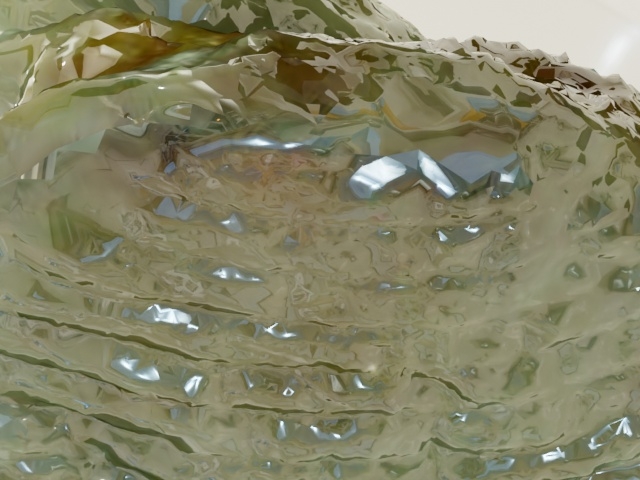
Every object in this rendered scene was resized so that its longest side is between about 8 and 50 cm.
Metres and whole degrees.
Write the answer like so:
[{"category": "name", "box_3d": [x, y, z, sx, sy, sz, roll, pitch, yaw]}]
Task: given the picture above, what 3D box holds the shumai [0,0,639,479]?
[{"category": "shumai", "box_3d": [0.000, 0.000, 0.525, 0.222, 0.272, 0.203, -28, 33, 13]}]
